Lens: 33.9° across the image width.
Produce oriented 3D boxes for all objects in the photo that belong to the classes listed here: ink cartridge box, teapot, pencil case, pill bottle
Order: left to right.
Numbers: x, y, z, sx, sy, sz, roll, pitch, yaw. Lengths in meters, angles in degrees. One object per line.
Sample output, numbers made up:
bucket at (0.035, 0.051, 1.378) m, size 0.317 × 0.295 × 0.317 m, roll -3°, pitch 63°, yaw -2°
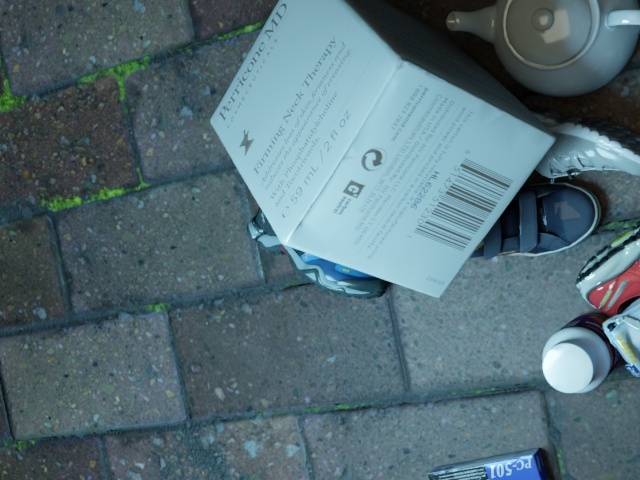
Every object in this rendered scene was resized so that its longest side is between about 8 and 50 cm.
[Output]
ink cartridge box at (0.304, 0.440, 1.878) m, size 0.207 × 0.046 × 0.097 m, roll -18°, pitch 89°, yaw 27°
teapot at (0.382, -0.345, 1.665) m, size 0.256 × 0.187 × 0.252 m, roll -44°, pitch 77°, yaw 23°
pill bottle at (0.423, 0.187, 1.704) m, size 0.108 × 0.193 × 0.108 m, roll 4°, pitch 98°, yaw 26°
pencil case at (0.570, 0.095, 1.621) m, size 0.273 × 0.113 × 0.124 m, roll -39°, pitch 108°, yaw 13°

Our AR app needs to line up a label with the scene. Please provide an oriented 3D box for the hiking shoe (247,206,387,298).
hiking shoe at (0.000, 0.000, 1.938) m, size 0.304 × 0.113 × 0.132 m, roll 31°, pitch 109°, yaw 20°

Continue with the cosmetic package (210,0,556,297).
cosmetic package at (0.082, -0.177, 1.669) m, size 0.329 × 0.327 × 0.393 m, roll -58°, pitch 36°, yaw 19°

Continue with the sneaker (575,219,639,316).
sneaker at (0.549, 0.024, 1.693) m, size 0.279 × 0.107 × 0.118 m, roll -39°, pitch 97°, yaw 28°

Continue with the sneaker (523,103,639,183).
sneaker at (0.415, -0.146, 1.733) m, size 0.281 × 0.105 × 0.115 m, roll 21°, pitch 114°, yaw 34°

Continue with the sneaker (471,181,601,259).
sneaker at (0.305, -0.029, 1.778) m, size 0.321 × 0.127 × 0.126 m, roll -6°, pitch 92°, yaw 26°
